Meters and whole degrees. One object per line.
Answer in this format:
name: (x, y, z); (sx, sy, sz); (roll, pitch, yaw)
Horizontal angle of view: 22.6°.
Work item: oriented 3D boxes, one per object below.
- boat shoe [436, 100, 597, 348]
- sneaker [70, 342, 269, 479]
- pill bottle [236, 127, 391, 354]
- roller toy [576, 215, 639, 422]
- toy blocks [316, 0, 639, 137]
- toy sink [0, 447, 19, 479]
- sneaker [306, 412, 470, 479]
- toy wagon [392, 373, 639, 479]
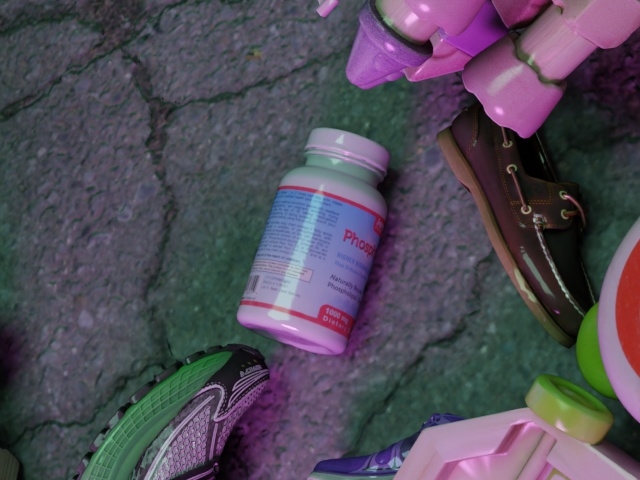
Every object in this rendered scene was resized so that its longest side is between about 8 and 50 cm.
boat shoe: (0.152, -0.023, 1.146); (0.073, 0.073, 0.207); (-34, 59, 16)
sneaker: (-0.124, 0.235, 1.193); (0.146, 0.134, 0.343); (26, 81, 9)
pill bottle: (0.000, 0.000, 1.215); (0.087, 0.087, 0.160); (11, 78, 32)
roller toy: (0.286, 0.058, 0.996); (0.191, 0.146, 0.209); (-55, 45, 3)
toy blocks: (0.122, -0.178, 1.132); (0.260, 0.309, 0.288); (-47, 41, 27)
toy sink: (-0.339, 0.216, 1.282); (0.153, 0.234, 0.131); (-28, 31, 19)
sneaker: (0.074, 0.159, 1.140); (0.170, 0.068, 0.071); (-10, 52, 17)
toy wagon: (0.175, 0.261, 0.997); (0.344, 0.068, 0.267); (35, 105, 24)
